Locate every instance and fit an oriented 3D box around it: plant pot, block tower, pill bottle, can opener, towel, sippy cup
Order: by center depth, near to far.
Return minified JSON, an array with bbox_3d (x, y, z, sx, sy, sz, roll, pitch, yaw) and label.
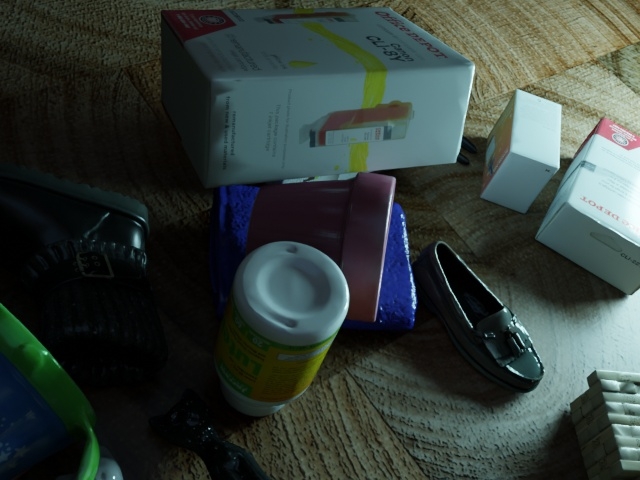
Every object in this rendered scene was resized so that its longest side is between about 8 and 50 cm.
[{"bbox_3d":[-0.405,0.195,0.858,0.305,0.240,0.224,14,50,45],"label":"sippy cup"},{"bbox_3d":[-0.060,0.124,0.994,0.136,0.246,0.136,9,52,-11],"label":"pill bottle"},{"bbox_3d":[0.000,0.000,1.073,0.180,0.201,0.201,9,50,6],"label":"plant pot"},{"bbox_3d":[0.433,0.350,1.083,0.091,0.097,0.335,7,54,-13],"label":"block tower"},{"bbox_3d":[-0.015,0.031,1.199,0.308,0.076,0.228,5,60,-15],"label":"towel"},{"bbox_3d":[0.205,-0.205,1.459,0.186,0.059,0.073,43,26,4],"label":"can opener"}]

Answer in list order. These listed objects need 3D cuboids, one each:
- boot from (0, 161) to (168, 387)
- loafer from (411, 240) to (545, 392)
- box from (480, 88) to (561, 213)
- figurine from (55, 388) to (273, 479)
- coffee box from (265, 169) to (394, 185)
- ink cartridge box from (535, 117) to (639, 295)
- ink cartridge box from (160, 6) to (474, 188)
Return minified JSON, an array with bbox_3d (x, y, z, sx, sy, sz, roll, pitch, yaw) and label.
[{"bbox_3d":[-0.363,0.043,1.002,0.348,0.131,0.260,9,50,-27],"label":"boot"},{"bbox_3d":[0.239,0.113,1.203,0.096,0.084,0.267,-30,67,-34],"label":"loafer"},{"bbox_3d":[0.359,-0.160,1.423,0.091,0.130,0.170,20,50,-4],"label":"box"},{"bbox_3d":[-0.177,0.298,0.937,0.215,0.092,0.209,-29,59,-32],"label":"figurine"},{"bbox_3d":[0.012,-0.172,1.338,0.246,0.098,0.141,-15,59,-27],"label":"coffee box"},{"bbox_3d":[0.529,-0.065,1.415,0.197,0.114,0.273,32,50,6],"label":"ink cartridge box"},{"bbox_3d":[-0.015,-0.225,1.156,0.384,0.160,0.279,-7,35,-22],"label":"ink cartridge box"}]
